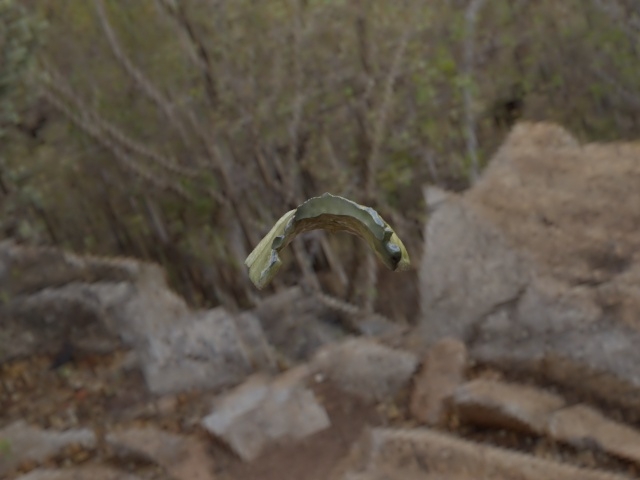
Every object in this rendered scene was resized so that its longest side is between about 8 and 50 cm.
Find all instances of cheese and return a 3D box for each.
[{"bbox_3d":[-0.001,-0.001,0.775,0.084,0.041,0.060,-6,1,9],"label":"cheese"}]
